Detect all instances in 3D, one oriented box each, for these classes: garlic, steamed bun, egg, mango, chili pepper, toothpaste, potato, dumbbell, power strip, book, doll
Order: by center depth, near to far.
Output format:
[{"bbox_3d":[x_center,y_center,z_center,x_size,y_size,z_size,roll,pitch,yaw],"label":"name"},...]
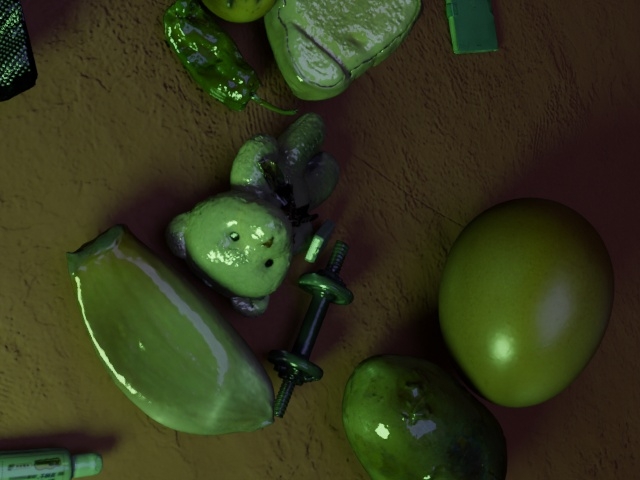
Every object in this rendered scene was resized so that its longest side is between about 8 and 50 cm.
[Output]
[{"bbox_3d":[-0.366,0.256,0.906,0.255,0.037,0.067,1,93,-31],"label":"toothpaste"},{"bbox_3d":[-0.184,0.120,0.989,0.143,0.112,0.318,-40,113,-5],"label":"garlic"},{"bbox_3d":[-0.121,-0.368,1.046,0.098,0.137,0.195,-23,79,-28],"label":"mango"},{"bbox_3d":[-0.125,-0.219,1.069,0.072,0.073,0.204,-41,99,-9],"label":"chili pepper"},{"bbox_3d":[-0.055,-0.047,1.070,0.175,0.149,0.278,45,58,-16],"label":"doll"},{"bbox_3d":[-0.013,0.117,1.123,0.082,0.082,0.254,30,72,-29],"label":"dumbbell"},{"bbox_3d":[0.000,-0.295,1.137,0.231,0.110,0.212,30,78,-12],"label":"steamed bun"},{"bbox_3d":[0.000,0.000,1.139,0.016,0.090,0.040,25,112,5],"label":"power strip"},{"bbox_3d":[0.150,0.283,1.170,0.307,0.173,0.210,50,65,-25],"label":"potato"},{"bbox_3d":[0.299,0.089,1.227,0.250,0.250,0.322,32,63,-28],"label":"egg"},{"bbox_3d":[0.243,-0.374,1.353,0.103,0.017,0.135,-13,96,-36],"label":"book"}]

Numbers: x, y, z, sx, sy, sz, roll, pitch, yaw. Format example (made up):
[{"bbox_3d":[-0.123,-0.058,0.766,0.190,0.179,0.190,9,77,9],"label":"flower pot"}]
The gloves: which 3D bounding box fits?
[{"bbox_3d":[-0.400,-0.199,0.876,0.181,0.106,0.129,-13,116,-15],"label":"gloves"}]
